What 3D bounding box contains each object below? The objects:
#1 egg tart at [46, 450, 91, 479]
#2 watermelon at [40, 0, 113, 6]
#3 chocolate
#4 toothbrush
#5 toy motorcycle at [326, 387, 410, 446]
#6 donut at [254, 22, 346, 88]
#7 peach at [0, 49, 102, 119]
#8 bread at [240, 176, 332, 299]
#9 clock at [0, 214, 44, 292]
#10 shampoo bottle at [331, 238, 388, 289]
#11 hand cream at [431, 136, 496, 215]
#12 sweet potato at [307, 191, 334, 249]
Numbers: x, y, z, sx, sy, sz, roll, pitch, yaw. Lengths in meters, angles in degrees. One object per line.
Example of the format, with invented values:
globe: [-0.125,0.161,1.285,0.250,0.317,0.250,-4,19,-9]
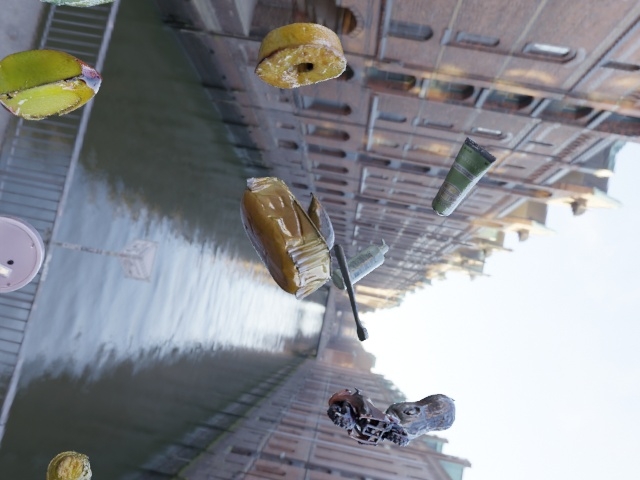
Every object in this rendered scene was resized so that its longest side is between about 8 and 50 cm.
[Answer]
egg tart: [-0.750,0.688,1.656,0.130,0.130,0.052,-75,-169,-50]
watermelon: [-0.540,-0.616,1.167,0.193,0.310,0.231,-109,-152,-42]
chocolate: [0.273,0.492,1.533,0.110,0.248,0.110,177,-90,-68]
toothbrush: [0.088,0.147,1.599,0.030,0.030,0.297,10,60,-56]
toy motorcycle: [0.100,0.388,1.214,0.084,0.212,0.118,-61,-157,8]
donut: [-0.069,-0.601,1.795,0.303,0.303,0.110,75,10,-81]
peach: [-0.751,-0.439,1.526,0.154,0.267,0.159,61,-22,12]
bread: [-0.075,-0.009,1.090,0.241,0.107,0.136,54,-22,32]
clock: [-0.829,0.033,1.436,0.068,0.197,0.197,-157,-104,-69]
shampoo bottle: [0.161,0.090,2.131,0.262,0.085,0.085,-33,152,-25]
hand cream: [0.337,-0.143,1.353,0.055,0.086,0.235,-41,165,-38]
sweet potato: [0.001,0.003,1.449,0.075,0.075,0.269,-74,163,-55]
